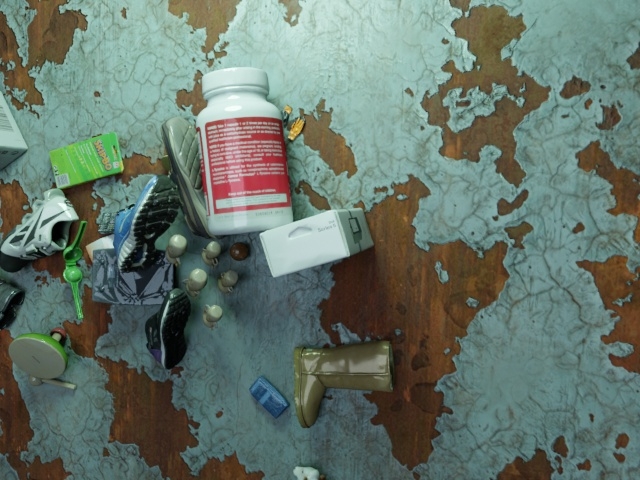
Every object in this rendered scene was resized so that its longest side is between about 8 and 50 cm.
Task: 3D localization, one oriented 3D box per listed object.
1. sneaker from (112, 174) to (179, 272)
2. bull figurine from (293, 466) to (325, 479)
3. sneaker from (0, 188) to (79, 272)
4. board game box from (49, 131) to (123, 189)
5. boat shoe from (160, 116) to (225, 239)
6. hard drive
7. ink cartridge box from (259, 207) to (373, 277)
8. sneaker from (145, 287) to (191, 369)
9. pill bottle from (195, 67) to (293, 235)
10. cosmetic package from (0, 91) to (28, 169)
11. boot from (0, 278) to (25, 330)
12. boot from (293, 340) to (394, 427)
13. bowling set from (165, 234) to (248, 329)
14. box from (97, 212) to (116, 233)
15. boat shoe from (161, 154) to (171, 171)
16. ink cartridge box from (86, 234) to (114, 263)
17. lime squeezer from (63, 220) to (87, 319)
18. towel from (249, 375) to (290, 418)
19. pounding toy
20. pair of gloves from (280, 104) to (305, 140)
[{"bbox_3d":[-0.506,-0.062,1.478,0.147,0.129,0.330,52,123,23],"label":"sneaker"},{"bbox_3d":[0.003,0.784,1.485,0.310,0.101,0.188,45,109,12],"label":"bull figurine"},{"bbox_3d":[-0.890,0.005,1.689,0.146,0.122,0.330,45,106,11],"label":"sneaker"},{"bbox_3d":[-0.723,-0.247,1.664,0.259,0.039,0.124,-11,91,21],"label":"board game box"},{"bbox_3d":[-0.369,-0.158,1.477,0.130,0.132,0.356,-10,108,25],"label":"boat shoe"},{"bbox_3d":[-0.556,0.106,1.606,0.254,0.054,0.172,1,90,6],"label":"hard drive"},{"bbox_3d":[0.000,0.000,1.332,0.198,0.273,0.115,-17,89,18],"label":"ink cartridge box"},{"bbox_3d":[-0.463,0.244,1.552,0.124,0.107,0.284,29,123,21],"label":"sneaker"},{"bbox_3d":[-0.202,-0.224,1.402,0.228,0.229,0.409,-5,93,18],"label":"pill bottle"},{"bbox_3d":[-1.213,-0.289,1.748,0.453,0.161,0.230,-29,85,18],"label":"cosmetic package"},{"bbox_3d":[-1.163,0.240,1.802,0.222,0.118,0.338,42,109,5],"label":"boot"},{"bbox_3d":[0.065,0.393,1.441,0.269,0.089,0.237,-4,93,16],"label":"boot"},{"bbox_3d":[-0.297,0.094,1.523,0.287,0.199,0.154,63,151,7],"label":"bowling set"},{"bbox_3d":[-0.639,-0.053,1.646,0.083,0.018,0.067,-1,66,17],"label":"box"},{"bbox_3d":[-0.395,-0.228,1.562,0.152,0.048,0.056,2,115,24],"label":"boat shoe"},{"bbox_3d":[-0.623,0.049,1.652,0.179,0.045,0.146,-24,87,20],"label":"ink cartridge box"},{"bbox_3d":[-0.766,0.086,1.686,0.109,0.058,0.311,10,99,27],"label":"lime squeezer"},{"bbox_3d":[-0.150,0.453,1.542,0.119,0.029,0.067,42,106,10],"label":"towel"},{"bbox_3d":[-0.887,0.366,1.743,0.182,0.110,0.237,1,124,6],"label":"pounding toy"},{"bbox_3d":[-0.086,-0.325,1.471,0.083,0.010,0.074,39,104,12],"label":"pair of gloves"}]
